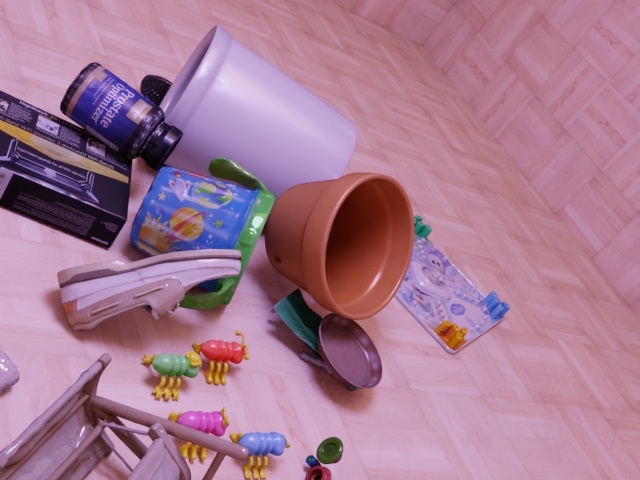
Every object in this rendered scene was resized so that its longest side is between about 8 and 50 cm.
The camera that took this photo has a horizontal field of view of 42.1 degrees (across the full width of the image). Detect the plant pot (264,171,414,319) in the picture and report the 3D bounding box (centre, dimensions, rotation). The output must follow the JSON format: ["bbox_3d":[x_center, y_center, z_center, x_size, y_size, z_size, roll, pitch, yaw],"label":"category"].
[{"bbox_3d":[0.025,-0.005,1.681,0.203,0.291,0.290,14,9,39],"label":"plant pot"}]

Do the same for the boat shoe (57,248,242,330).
[{"bbox_3d":[-0.274,0.080,1.382,0.302,0.113,0.103,-9,82,-14],"label":"boat shoe"}]

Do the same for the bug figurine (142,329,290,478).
[{"bbox_3d":[-0.168,0.256,1.367,0.216,0.072,0.279,10,39,-43],"label":"bug figurine"}]

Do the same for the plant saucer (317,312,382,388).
[{"bbox_3d":[0.053,0.220,1.628,0.168,0.029,0.168,34,34,-27],"label":"plant saucer"}]

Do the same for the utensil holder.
[{"bbox_3d":[-0.158,-0.236,1.868,0.385,0.328,0.328,32,28,-19],"label":"utensil holder"}]

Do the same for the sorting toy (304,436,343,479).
[{"bbox_3d":[0.008,0.384,1.402,0.042,0.061,0.102,55,54,-35],"label":"sorting toy"}]

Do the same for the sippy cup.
[{"bbox_3d":[-0.230,-0.025,1.579,0.224,0.240,0.305,23,14,-5],"label":"sippy cup"}]

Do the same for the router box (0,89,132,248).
[{"bbox_3d":[-0.508,-0.139,1.545,0.308,0.081,0.243,25,30,-24],"label":"router box"}]

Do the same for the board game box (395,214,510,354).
[{"bbox_3d":[0.298,0.097,2.203,0.390,0.050,0.390,47,29,16],"label":"board game box"}]

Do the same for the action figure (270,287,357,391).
[{"bbox_3d":[-0.001,0.207,1.656,0.232,0.063,0.137,48,27,4],"label":"action figure"}]

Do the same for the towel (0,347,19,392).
[{"bbox_3d":[-0.558,0.122,1.124,0.282,0.049,0.187,44,28,10],"label":"towel"}]

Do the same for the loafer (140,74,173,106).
[{"bbox_3d":[-0.349,-0.337,2.064,0.220,0.080,0.078,34,17,-20],"label":"loafer"}]

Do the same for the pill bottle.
[{"bbox_3d":[-0.384,-0.237,1.625,0.219,0.123,0.123,35,27,-7],"label":"pill bottle"}]

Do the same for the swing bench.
[{"bbox_3d":[-0.268,0.319,1.056,0.254,0.165,0.253,32,27,4],"label":"swing bench"}]
